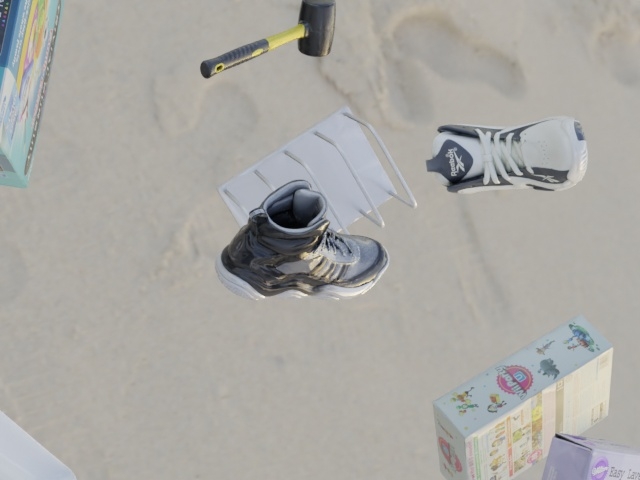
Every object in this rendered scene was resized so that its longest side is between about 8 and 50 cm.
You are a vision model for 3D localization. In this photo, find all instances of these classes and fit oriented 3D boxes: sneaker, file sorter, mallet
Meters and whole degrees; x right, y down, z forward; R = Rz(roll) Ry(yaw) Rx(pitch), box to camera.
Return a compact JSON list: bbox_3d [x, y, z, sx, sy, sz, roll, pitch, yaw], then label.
[{"bbox_3d":[0.214,-0.100,1.633,0.153,0.235,0.094,-10,101,-20],"label":"sneaker"},{"bbox_3d":[0.000,0.000,1.776,0.268,0.153,0.101,-3,49,-33],"label":"sneaker"},{"bbox_3d":[-0.004,-0.072,2.318,0.193,0.277,0.173,59,-6,-20],"label":"file sorter"},{"bbox_3d":[-0.052,-0.191,1.346,0.189,0.039,0.062,-36,140,-37],"label":"mallet"}]

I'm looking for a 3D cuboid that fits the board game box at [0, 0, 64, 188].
[{"bbox_3d":[-0.367,-0.215,1.536,0.079,0.336,0.254,10,82,-5],"label":"board game box"}]

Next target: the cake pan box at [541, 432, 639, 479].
[{"bbox_3d":[0.344,0.369,1.624,0.267,0.070,0.246,17,87,-43],"label":"cake pan box"}]

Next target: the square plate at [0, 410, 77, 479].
[{"bbox_3d":[-0.359,0.257,1.356,0.347,0.049,0.344,47,6,-31],"label":"square plate"}]

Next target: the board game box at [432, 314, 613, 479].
[{"bbox_3d":[0.344,0.287,2.247,0.303,0.097,0.224,-30,141,-16],"label":"board game box"}]
